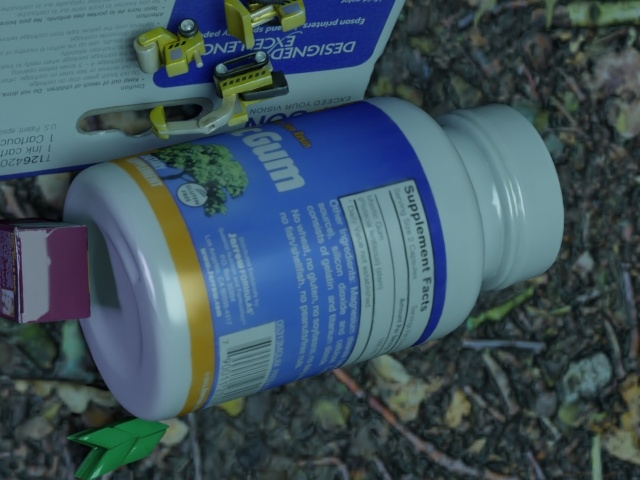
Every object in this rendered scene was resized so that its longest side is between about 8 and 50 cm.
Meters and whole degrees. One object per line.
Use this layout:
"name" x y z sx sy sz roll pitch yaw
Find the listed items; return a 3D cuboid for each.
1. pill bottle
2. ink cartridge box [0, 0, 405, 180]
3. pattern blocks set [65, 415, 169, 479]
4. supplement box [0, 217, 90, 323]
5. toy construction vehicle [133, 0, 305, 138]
"pill bottle" 0.000 0.000 1.157 0.272 0.152 0.152 -16 100 -25
"ink cartridge box" -0.084 -0.162 1.080 0.303 0.307 0.072 -9 58 -25
"pattern blocks set" -0.135 0.268 1.151 0.285 0.026 0.325 -3 91 -39
"supplement box" -0.164 0.016 1.117 0.043 0.083 0.055 -3 96 -25
"toy construction vehicle" -0.052 -0.098 1.102 0.098 0.086 0.035 -19 60 -10
